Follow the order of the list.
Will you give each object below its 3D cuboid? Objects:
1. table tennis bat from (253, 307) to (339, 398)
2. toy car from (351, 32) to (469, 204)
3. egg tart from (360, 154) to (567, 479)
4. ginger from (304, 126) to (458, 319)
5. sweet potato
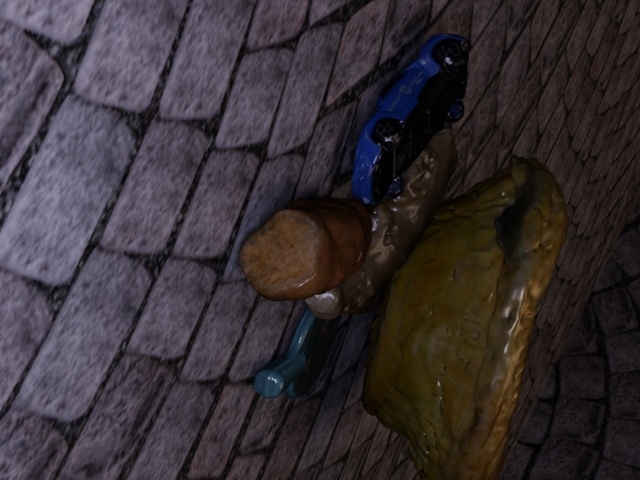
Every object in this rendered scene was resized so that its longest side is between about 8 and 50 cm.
[{"bbox_3d":[-0.023,0.124,1.568,0.201,0.033,0.124,-36,141,-66],"label":"table tennis bat"},{"bbox_3d":[0.088,-0.128,1.511,0.216,0.063,0.103,-50,156,-27],"label":"toy car"},{"bbox_3d":[0.156,0.095,1.739,0.443,0.178,0.443,-166,-90,-87],"label":"egg tart"},{"bbox_3d":[0.079,-0.017,1.599,0.166,0.080,0.333,85,29,-56],"label":"ginger"},{"bbox_3d":[0.000,0.000,1.372,0.251,0.097,0.097,-32,142,-68],"label":"sweet potato"}]
